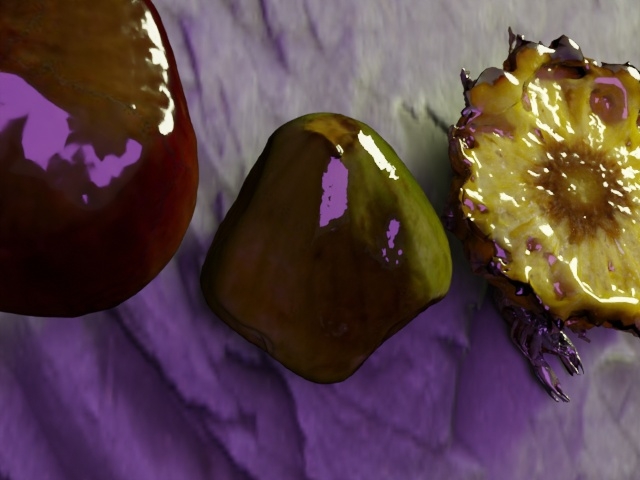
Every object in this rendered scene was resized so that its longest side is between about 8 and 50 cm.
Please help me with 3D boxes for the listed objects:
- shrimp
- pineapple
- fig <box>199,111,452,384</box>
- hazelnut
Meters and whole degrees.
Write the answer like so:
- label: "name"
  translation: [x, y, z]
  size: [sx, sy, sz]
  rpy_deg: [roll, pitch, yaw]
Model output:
- label: "shrimp"
  translation: [0.150, 0.064, 1.011]
  size: [0.038, 0.029, 0.092]
  rpy_deg: [-33, 100, -27]
- label: "pineapple"
  translation: [0.160, -0.029, 0.991]
  size: [0.225, 0.076, 0.225]
  rpy_deg: [9, 71, -26]
- label: "fig"
  translation: [0.000, 0.000, 0.906]
  size: [0.144, 0.154, 0.166]
  rpy_deg: [-53, 145, -54]
- label: "hazelnut"
  translation: [-0.178, -0.065, 0.814]
  size: [0.251, 0.217, 0.217]
  rpy_deg: [42, 72, 12]
